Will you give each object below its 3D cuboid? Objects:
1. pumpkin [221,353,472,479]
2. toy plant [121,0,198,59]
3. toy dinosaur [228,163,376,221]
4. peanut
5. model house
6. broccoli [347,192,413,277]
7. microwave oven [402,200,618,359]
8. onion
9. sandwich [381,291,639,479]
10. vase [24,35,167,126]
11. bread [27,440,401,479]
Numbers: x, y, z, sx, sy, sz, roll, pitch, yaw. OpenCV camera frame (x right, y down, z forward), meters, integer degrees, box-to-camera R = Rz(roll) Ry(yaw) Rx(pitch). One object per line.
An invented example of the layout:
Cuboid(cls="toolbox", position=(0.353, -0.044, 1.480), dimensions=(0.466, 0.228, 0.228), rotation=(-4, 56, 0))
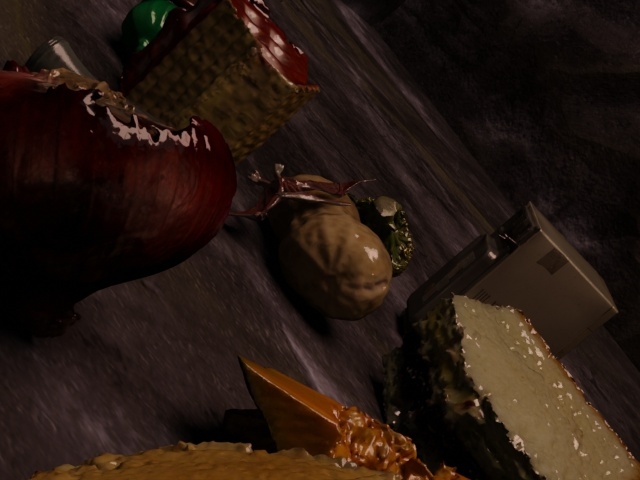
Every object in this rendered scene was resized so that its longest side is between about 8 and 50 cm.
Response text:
Cuboid(cls="pumpkin", position=(0.014, 0.203, 1.142), dimensions=(0.248, 0.126, 0.131), rotation=(32, 6, 7))
Cuboid(cls="toy plant", position=(-0.194, -0.255, 1.805), dimensions=(0.143, 0.105, 0.200), rotation=(58, 27, -24))
Cuboid(cls="toy dinosaur", position=(-0.034, -0.058, 1.627), dimensions=(0.108, 0.220, 0.032), rotation=(35, -45, 54))
Cuboid(cls="peanut", position=(0.000, 0.000, 1.660), dimensions=(0.123, 0.123, 0.257), rotation=(38, 11, -36))
Cuboid(cls="model house", position=(-0.117, -0.164, 1.576), dimensions=(0.160, 0.196, 0.254), rotation=(44, 15, -23))
Cuboid(cls="broccoli", position=(0.068, -0.010, 1.881), dimensions=(0.130, 0.120, 0.131), rotation=(27, 49, -3))
Cuboid(cls="microwave oven", position=(0.247, 0.090, 1.891), dimensions=(0.194, 0.240, 0.145), rotation=(46, 14, -9))
Cuboid(cls="onion", position=(-0.204, -0.029, 1.029), dimensions=(0.272, 0.195, 0.272), rotation=(16, -4, 1))
Cuboid(cls="sandwich", position=(0.212, 0.217, 1.594), dimensions=(0.325, 0.131, 0.262), rotation=(51, 27, 7))
Cuboid(cls="vase", position=(-0.208, -0.114, 1.407), dimensions=(0.214, 0.086, 0.086), rotation=(44, 13, 4))
Cuboid(cls="bread", position=(-0.056, 0.181, 0.743), dimensions=(0.245, 0.121, 0.174), rotation=(4, 11, 7))
